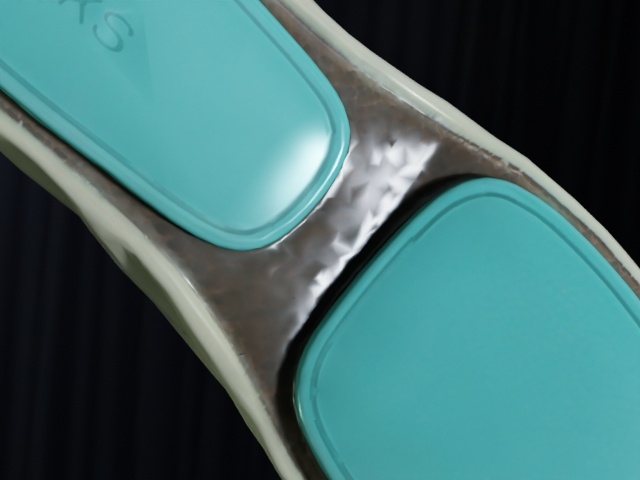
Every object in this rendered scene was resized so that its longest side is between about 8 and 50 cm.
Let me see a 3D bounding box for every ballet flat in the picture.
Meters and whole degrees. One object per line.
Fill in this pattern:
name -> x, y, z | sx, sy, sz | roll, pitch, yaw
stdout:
ballet flat -> 0.000, 0.000, 0.412 | 0.248, 0.086, 0.086 | 50, -175, -7
